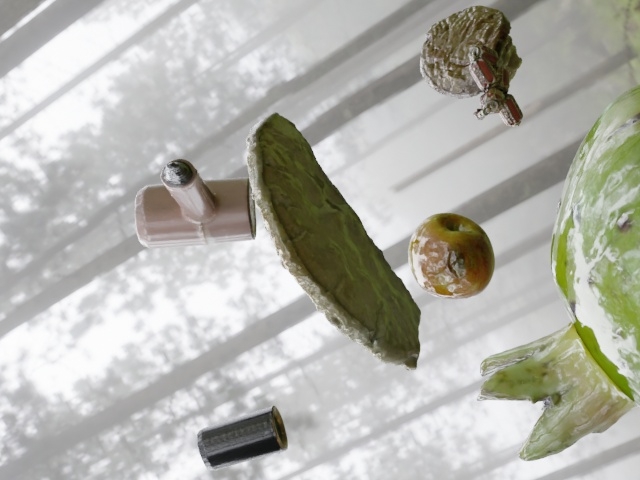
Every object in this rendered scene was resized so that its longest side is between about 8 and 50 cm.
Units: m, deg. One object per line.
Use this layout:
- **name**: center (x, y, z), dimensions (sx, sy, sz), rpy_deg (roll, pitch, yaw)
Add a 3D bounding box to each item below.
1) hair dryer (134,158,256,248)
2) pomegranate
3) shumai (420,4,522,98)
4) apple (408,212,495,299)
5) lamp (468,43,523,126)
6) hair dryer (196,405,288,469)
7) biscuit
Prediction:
- **hair dryer**: center (-0.207, -0.070, 1.577), dimensions (0.344, 0.189, 0.107), rpy_deg (78, -171, -77)
- **pomegranate**: center (0.253, 0.027, 0.708), dimensions (0.260, 0.341, 0.260), rpy_deg (44, -161, -19)
- **shumai**: center (0.197, -0.233, 1.377), dimensions (0.105, 0.123, 0.139), rpy_deg (66, -150, -28)
- **apple**: center (0.163, 0.020, 1.322), dimensions (0.114, 0.099, 0.102), rpy_deg (-127, 30, -60)
- **lamp**: center (0.161, -0.149, 0.996), dimensions (0.063, 0.031, 0.083), rpy_deg (13, -123, -51)
- **hair dryer**: center (-0.104, 0.325, 1.672), dimensions (0.255, 0.128, 0.070), rpy_deg (60, -166, -71)
- **biscuit**: center (0.001, -0.001, 0.968), dimensions (0.290, 0.038, 0.141), rpy_deg (58, -152, 11)
